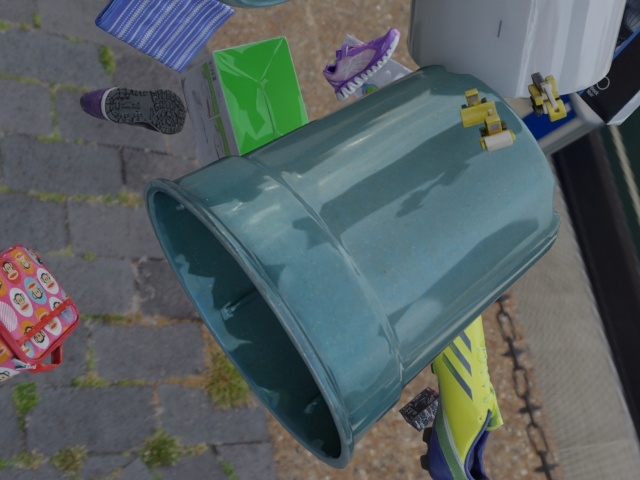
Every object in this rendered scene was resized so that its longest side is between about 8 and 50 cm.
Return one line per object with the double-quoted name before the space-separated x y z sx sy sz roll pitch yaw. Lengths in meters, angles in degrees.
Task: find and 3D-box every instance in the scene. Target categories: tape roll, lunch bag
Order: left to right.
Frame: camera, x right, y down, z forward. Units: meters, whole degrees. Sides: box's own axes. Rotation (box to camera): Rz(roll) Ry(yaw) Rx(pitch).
"lunch bag" -0.618 0.158 1.693 0.258 0.120 0.293 57 12 -10
"tape roll" 0.226 -0.293 0.951 0.246 0.169 0.246 0 39 0

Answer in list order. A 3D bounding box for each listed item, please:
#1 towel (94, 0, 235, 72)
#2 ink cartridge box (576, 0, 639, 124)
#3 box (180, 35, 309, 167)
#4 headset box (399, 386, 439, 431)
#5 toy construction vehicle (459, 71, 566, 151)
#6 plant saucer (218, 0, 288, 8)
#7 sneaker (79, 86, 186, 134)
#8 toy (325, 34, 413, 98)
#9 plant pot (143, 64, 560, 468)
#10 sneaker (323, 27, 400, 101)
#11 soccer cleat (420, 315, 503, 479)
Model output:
"towel" -0.400 -0.585 2.173 0.040 0.243 0.336 53 17 30
"ink cartridge box" 0.567 -0.373 1.432 0.065 0.333 0.165 -6 52 -47
"box" -0.114 -0.164 1.324 0.126 0.231 0.262 -18 97 -20
"headset box" 0.196 0.311 1.550 0.083 0.062 0.032 -36 105 -12
"toy construction vehicle" 0.162 -0.116 0.711 0.098 0.085 0.035 -82 154 -60
"plant saucer" -0.036 -0.448 1.232 0.317 0.317 0.044 -21 74 -43
"sneaker" -0.450 -0.325 2.007 0.283 0.124 0.107 5 95 -57
"toy" 0.147 -0.435 2.215 0.237 0.137 0.056 29 26 0
"plant pot" 0.049 0.002 0.883 0.334 0.341 0.341 -33 90 -19
"sneaker" 0.093 -0.444 2.024 0.104 0.236 0.095 44 37 -11
"soccer cleat" 0.222 0.224 1.224 0.093 0.121 0.289 6 89 -50
